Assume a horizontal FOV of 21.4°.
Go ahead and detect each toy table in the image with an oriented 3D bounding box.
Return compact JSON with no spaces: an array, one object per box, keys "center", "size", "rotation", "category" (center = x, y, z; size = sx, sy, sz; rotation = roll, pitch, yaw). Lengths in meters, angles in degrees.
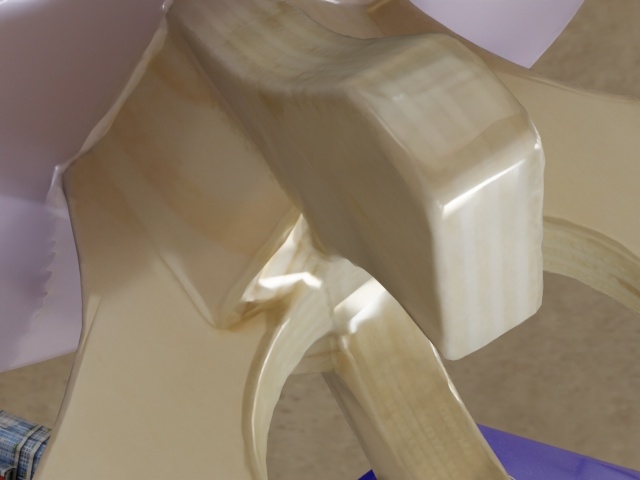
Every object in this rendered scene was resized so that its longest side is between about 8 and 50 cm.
[{"center":[0.000,0.000,0.450],"size":[0.274,0.252,0.161],"rotation":[-35,60,-2],"category":"toy table"}]

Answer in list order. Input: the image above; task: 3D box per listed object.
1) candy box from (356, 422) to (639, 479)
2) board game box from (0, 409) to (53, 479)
[{"center":[0.144,0.234,0.680],"size":[0.317,0.122,0.268],"rotation":[21,39,-47],"category":"candy box"},{"center":[-0.284,0.261,1.565],"size":[0.060,0.194,0.194],"rotation":[-35,135,-54],"category":"board game box"}]
